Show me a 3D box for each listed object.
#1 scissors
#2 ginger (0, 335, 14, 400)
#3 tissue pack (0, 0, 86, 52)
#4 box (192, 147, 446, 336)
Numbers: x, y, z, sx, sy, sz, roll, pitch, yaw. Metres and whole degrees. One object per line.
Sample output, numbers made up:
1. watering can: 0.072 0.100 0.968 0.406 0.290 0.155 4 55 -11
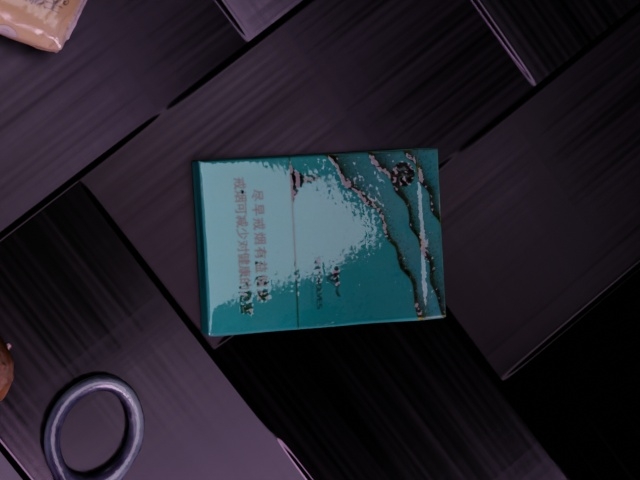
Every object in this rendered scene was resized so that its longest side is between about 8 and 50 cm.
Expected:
1. scissors: -0.258 0.324 1.646 0.383 0.029 0.256 -40 102 -12
2. ginger: -0.438 0.174 1.524 0.256 0.176 0.375 38 82 -29
3. tissue pack: -0.288 -0.283 1.586 0.222 0.090 0.186 24 88 -14
4. box: 0.000 0.000 1.698 0.226 0.042 0.160 -4 94 -15
